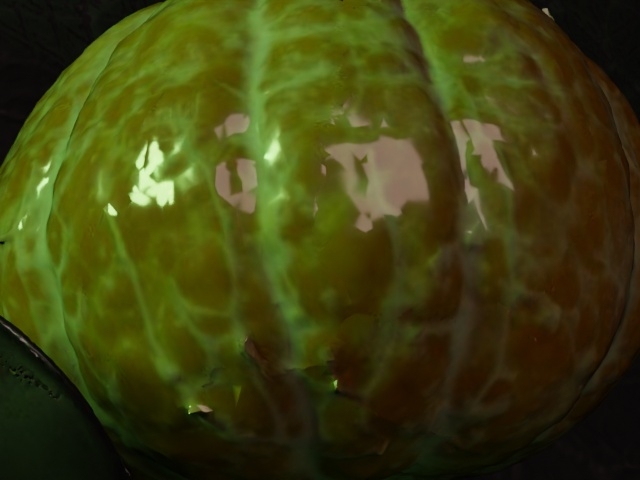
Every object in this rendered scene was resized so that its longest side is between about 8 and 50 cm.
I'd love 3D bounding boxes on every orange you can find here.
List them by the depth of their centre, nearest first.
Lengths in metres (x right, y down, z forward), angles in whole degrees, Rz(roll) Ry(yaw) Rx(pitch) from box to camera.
[{"bbox_3d":[0.000,0.000,0.807,0.329,0.329,0.249,-3,74,-31],"label":"orange"}]

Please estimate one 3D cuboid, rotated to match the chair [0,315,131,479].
[{"bbox_3d":[-0.245,0.198,0.566,0.226,0.226,0.401,35,41,0],"label":"chair"}]
